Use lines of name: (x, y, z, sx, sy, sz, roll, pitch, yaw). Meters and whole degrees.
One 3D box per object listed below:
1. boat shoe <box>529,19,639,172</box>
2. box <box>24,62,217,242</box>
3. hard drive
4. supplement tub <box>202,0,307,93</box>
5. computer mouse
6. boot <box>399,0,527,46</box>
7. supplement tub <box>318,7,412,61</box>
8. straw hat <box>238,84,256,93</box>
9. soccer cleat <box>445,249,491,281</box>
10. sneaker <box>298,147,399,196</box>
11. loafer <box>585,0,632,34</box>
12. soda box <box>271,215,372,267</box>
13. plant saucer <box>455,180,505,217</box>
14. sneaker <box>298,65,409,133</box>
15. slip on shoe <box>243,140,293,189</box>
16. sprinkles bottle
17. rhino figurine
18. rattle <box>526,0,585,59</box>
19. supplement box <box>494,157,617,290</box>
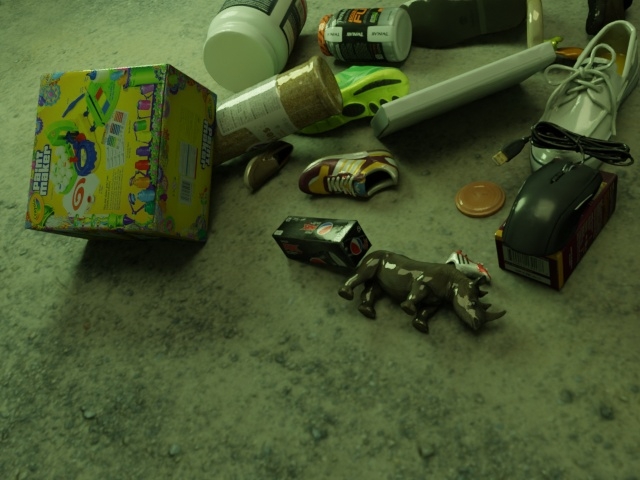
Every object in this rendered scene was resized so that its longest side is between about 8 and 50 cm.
boat shoe: (0.465, -0.263, 1.161, 0.136, 0.156, 0.367, 21, 57, 34)
box: (-0.362, -0.150, 1.242, 0.279, 0.177, 0.289, 2, 84, 21)
hard drive: (0.251, -0.272, 1.246, 0.308, 0.040, 0.203, -22, 2, -1)
supplement tub: (-0.150, -0.489, 1.576, 0.191, 0.191, 0.272, 1, 48, 20)
computer mouse: (0.324, -0.097, 1.003, 0.184, 0.060, 0.262, 28, 61, 37)
boot: (0.316, -0.495, 1.506, 0.306, 0.112, 0.115, 4, 19, 29)
supplement tub: (0.099, -0.459, 1.511, 0.191, 0.117, 0.117, 8, 51, 26)
straw hat: (-0.159, -0.261, 1.441, 0.144, 0.144, 0.061, -40, 86, -19)
soccer cleat: (0.228, 0.045, 1.043, 0.036, 0.029, 0.083, -41, 44, -8)
sneaker: (0.050, -0.113, 1.228, 0.186, 0.069, 0.083, -16, 39, 6)
loafer: (0.607, -0.501, 1.409, 0.079, 0.080, 0.219, 18, 63, 5)
soda box: (0.000, 0.000, 1.116, 0.169, 0.060, 0.053, 7, 48, 47)
plant saucer: (0.271, -0.073, 1.149, 0.084, 0.013, 0.083, -10, 46, 10)
sneaker: (0.042, -0.295, 1.402, 0.296, 0.109, 0.123, -5, 23, 17)
slip on shoe: (-0.101, -0.150, 1.334, 0.041, 0.051, 0.135, 9, 43, 35)
sprinkles bottle: (-0.136, -0.238, 1.327, 0.356, 0.121, 0.121, -21, 43, 18)
rhino figurine: (0.156, 0.075, 1.007, 0.244, 0.073, 0.106, 13, 56, 28)
rattle: (0.461, -0.450, 1.323, 0.143, 0.130, 0.199, -2, 82, 32)
supplement box: (0.360, -0.029, 1.027, 0.104, 0.080, 0.188, 24, 60, 37)
